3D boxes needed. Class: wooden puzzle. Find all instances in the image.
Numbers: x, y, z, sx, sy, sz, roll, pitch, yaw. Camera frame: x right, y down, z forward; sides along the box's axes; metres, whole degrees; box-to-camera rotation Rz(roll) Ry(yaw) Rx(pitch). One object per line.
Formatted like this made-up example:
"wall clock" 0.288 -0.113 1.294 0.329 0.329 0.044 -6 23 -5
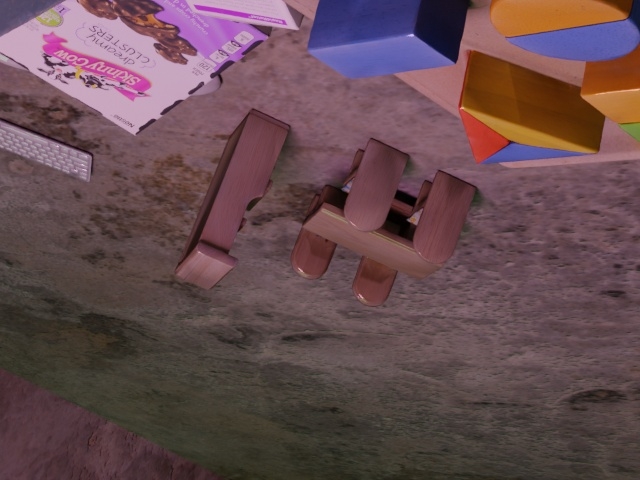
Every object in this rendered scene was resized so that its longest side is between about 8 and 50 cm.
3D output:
"wooden puzzle" 0.137 -0.129 1.057 0.322 0.080 0.348 -2 154 43

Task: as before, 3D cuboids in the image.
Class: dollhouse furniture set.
"dollhouse furniture set" 0.000 0.000 1.651 0.242 0.161 0.212 24 161 -10

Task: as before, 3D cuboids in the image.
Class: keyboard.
"keyboard" -0.390 -0.131 1.924 0.256 0.014 0.072 21 161 -1

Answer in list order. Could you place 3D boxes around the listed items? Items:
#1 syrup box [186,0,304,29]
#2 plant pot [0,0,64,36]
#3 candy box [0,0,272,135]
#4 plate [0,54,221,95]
"syrup box" -0.072 -0.252 1.144 0.096 0.093 0.237 12 159 20
"plant pot" -0.252 -0.279 0.928 0.248 0.247 0.252 33 142 27
"candy box" -0.158 -0.190 1.355 0.165 0.070 0.196 31 140 -27
"plate" -0.257 -0.216 1.509 0.278 0.045 0.277 12 159 21
